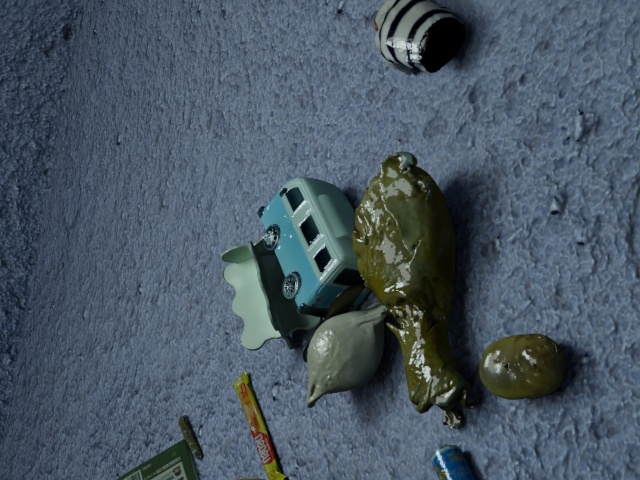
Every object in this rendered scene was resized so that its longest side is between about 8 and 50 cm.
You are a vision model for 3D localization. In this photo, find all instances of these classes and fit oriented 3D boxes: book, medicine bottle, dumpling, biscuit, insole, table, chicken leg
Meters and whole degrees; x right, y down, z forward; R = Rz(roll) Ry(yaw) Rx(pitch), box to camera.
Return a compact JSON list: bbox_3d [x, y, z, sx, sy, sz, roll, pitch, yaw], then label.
[{"bbox_3d":[-0.359,0.606,2.058,0.202,0.027,0.264,-31,45,2],"label":"book"},{"bbox_3d":[0.217,0.387,1.311,0.051,0.051,0.191,-58,39,30],"label":"medicine bottle"},{"bbox_3d":[0.046,0.190,1.579,0.166,0.126,0.215,-44,-34,-80],"label":"dumpling"},{"bbox_3d":[-0.125,0.390,1.866,0.048,0.026,0.292,-44,44,16],"label":"biscuit"},{"bbox_3d":[0.020,0.154,1.620,0.005,0.086,0.253,54,146,24],"label":"insole"},{"bbox_3d":[-0.098,0.109,1.795,0.166,0.167,0.198,-46,53,41],"label":"table"},{"bbox_3d":[0.154,0.082,1.421,0.201,0.153,0.429,-29,65,41],"label":"chicken leg"}]

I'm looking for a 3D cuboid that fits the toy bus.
[{"bbox_3d":[0.000,0.000,1.688,0.164,0.133,0.271,-52,44,28],"label":"toy bus"}]

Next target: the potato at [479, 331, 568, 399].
[{"bbox_3d":[0.282,0.174,1.254,0.138,0.070,0.091,-18,71,56],"label":"potato"}]

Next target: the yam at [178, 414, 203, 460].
[{"bbox_3d":[-0.303,0.460,2.119,0.129,0.027,0.033,50,123,50],"label":"yam"}]

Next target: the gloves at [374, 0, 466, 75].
[{"bbox_3d":[0.148,-0.362,1.570,0.219,0.131,0.140,36,109,45],"label":"gloves"}]

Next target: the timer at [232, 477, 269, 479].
[{"bbox_3d":[-0.096,0.604,1.505,0.387,0.376,0.376,55,130,20],"label":"timer"}]
